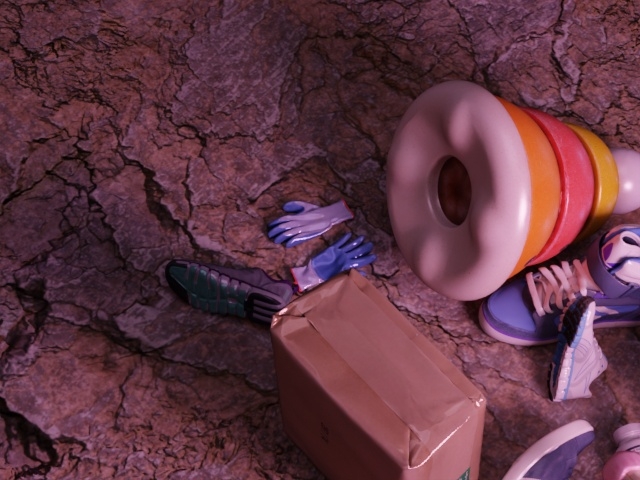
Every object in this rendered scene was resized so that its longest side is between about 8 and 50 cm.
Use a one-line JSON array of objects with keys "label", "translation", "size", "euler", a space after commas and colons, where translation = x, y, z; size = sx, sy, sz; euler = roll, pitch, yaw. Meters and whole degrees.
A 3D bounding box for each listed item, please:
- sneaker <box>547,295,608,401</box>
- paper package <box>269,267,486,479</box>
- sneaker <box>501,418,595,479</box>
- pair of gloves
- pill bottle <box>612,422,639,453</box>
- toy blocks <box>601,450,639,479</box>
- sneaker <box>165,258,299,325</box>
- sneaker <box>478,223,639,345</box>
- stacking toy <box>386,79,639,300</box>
[{"label": "sneaker", "translation": [0.417, 0.171, 2.009], "size": [0.083, 0.191, 0.071], "euler": [4, 29, -8]}, {"label": "paper package", "translation": [0.084, 0.256, 1.861], "size": [0.168, 0.325, 0.309], "euler": [-34, 60, -20]}, {"label": "sneaker", "translation": [0.308, 0.417, 1.873], "size": [0.350, 0.131, 0.148], "euler": [-40, 70, -16]}, {"label": "pair of gloves", "translation": [0.000, 0.000, 2.224], "size": [0.159, 0.023, 0.198], "euler": [-20, 58, -12]}, {"label": "pill bottle", "translation": [0.491, 0.344, 1.941], "size": [0.067, 0.067, 0.120], "euler": [-12, 56, -6]}, {"label": "toy blocks", "translation": [0.494, 0.443, 1.780], "size": [0.309, 0.289, 0.260], "euler": [14, 12, -13]}, {"label": "sneaker", "translation": [-0.151, 0.075, 2.161], "size": [0.223, 0.083, 0.098], "euler": [20, 34, 14]}, {"label": "sneaker", "translation": [0.421, 0.053, 2.041], "size": [0.322, 0.236, 0.130], "euler": [-6, 55, -2]}, {"label": "stacking toy", "translation": [0.382, -0.094, 2.117], "size": [0.479, 0.351, 0.351], "euler": [-5, 52, -30]}]
